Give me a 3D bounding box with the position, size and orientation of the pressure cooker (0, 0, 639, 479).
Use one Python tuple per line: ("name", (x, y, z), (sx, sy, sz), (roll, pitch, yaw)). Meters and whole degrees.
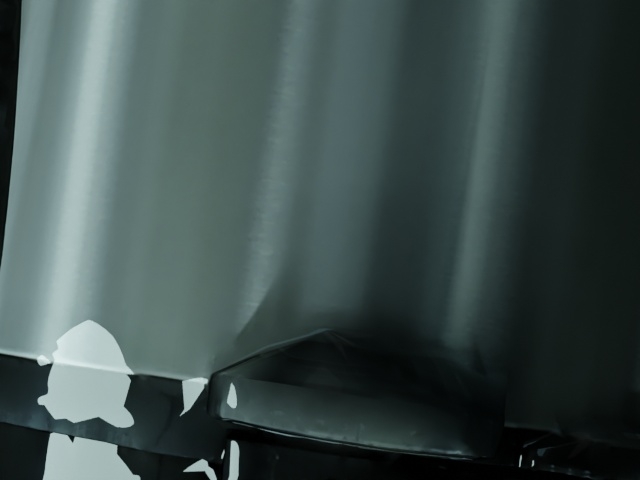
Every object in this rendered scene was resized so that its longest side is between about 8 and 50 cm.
("pressure cooker", (0.018, 0.004, 0.621), (0.376, 0.420, 0.370), (4, -6, 43))
